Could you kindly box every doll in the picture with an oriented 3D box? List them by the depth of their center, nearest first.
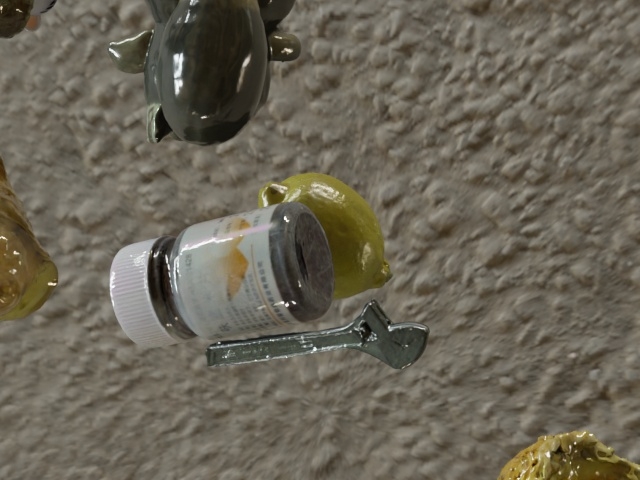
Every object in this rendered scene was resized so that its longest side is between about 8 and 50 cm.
[{"bbox_3d":[-0.110,-0.304,1.336,0.252,0.378,0.382,-2,100,-25],"label":"doll"}]

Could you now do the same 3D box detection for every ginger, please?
[{"bbox_3d":[-0.286,-0.038,0.852,0.086,0.131,0.294,-48,43,17],"label":"ginger"}]

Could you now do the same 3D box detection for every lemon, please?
[{"bbox_3d":[0.000,0.000,1.638,0.248,0.184,0.184,37,82,-15],"label":"lemon"}]

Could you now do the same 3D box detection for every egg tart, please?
[{"bbox_3d":[0.209,0.241,0.784,0.212,0.212,0.090,37,127,6],"label":"egg tart"}]

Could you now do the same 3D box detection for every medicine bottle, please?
[{"bbox_3d":[-0.132,0.052,1.454,0.273,0.165,0.165,-13,80,19],"label":"medicine bottle"}]

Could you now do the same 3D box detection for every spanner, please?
[{"bbox_3d":[-0.011,0.132,1.356,0.325,0.026,0.093,-10,101,29],"label":"spanner"}]

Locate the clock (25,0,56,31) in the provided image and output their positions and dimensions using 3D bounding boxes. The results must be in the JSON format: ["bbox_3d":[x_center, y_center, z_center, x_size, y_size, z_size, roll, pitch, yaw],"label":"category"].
[{"bbox_3d":[-0.325,-0.315,1.113,0.117,0.080,0.176,-42,109,2],"label":"clock"}]

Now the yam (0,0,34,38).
[{"bbox_3d":[-0.354,-0.197,0.834,0.061,0.274,0.061,2,93,45],"label":"yam"}]
